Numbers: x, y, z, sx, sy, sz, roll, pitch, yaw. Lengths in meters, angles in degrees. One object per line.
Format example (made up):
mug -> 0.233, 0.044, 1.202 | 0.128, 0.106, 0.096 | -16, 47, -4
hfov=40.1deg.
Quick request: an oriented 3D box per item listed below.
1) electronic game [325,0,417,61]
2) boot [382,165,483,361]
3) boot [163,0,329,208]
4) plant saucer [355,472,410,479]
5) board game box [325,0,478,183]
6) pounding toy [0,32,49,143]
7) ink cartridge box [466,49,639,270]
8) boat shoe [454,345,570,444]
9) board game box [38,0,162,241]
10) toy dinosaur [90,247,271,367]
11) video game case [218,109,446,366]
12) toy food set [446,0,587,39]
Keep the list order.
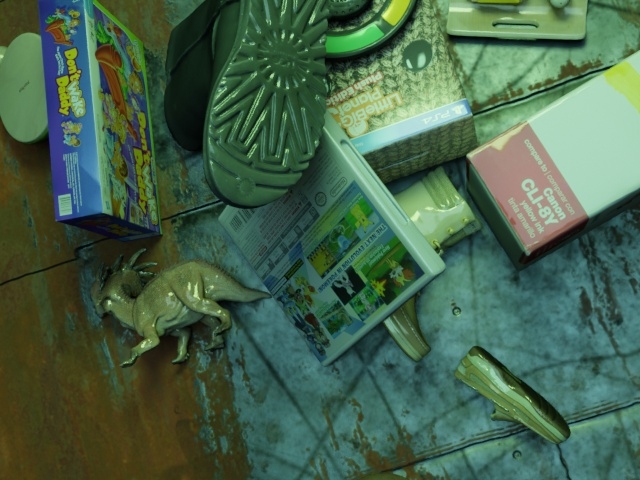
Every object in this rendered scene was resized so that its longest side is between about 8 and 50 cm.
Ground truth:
electronic game -> 0.033, -0.370, 1.296 | 0.229, 0.048, 0.229 | -4, 73, 13
boot -> 0.162, 0.033, 1.340 | 0.203, 0.095, 0.262 | -27, 69, 6
boot -> -0.145, -0.200, 1.261 | 0.146, 0.445, 0.367 | 19, 77, -25
plant saucer -> 0.096, 0.441, 1.332 | 0.168, 0.029, 0.169 | -1, 83, 11
board game box -> 0.085, -0.248, 1.348 | 0.232, 0.141, 0.291 | -20, 70, 8
pounding toy -> -0.477, -0.256, 1.514 | 0.236, 0.110, 0.183 | 5, 95, 41
ink cartridge box -> 0.407, -0.128, 1.220 | 0.384, 0.279, 0.160 | -31, 79, 5
boat shoe -> 0.283, 0.244, 1.311 | 0.190, 0.068, 0.072 | 42, 104, 23
board game box -> -0.346, -0.187, 1.397 | 0.078, 0.233, 0.347 | -9, 81, 10
toy dinosaur -> -0.240, 0.086, 1.402 | 0.295, 0.127, 0.200 | -20, 72, 2
video game case -> 0.000, 0.000, 1.286 | 0.036, 0.329, 0.300 | -29, 78, -39
toy food set -> 0.302, -0.458, 1.318 | 0.219, 0.092, 0.306 | 4, 120, 12
